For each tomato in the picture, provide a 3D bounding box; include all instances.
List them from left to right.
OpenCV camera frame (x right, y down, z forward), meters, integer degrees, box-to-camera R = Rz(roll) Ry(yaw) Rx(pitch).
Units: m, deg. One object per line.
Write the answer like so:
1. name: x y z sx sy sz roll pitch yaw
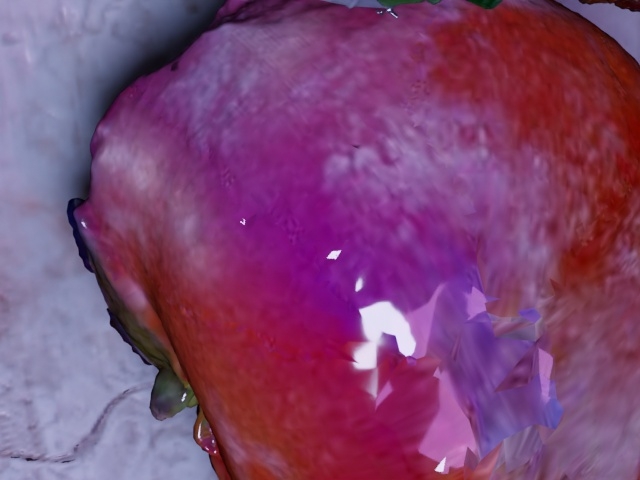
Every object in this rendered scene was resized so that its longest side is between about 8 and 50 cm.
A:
1. tomato: 0.071 0.026 0.735 0.290 0.176 0.335 -31 116 -14

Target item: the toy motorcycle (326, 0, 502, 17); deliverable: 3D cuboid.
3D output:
1. toy motorcycle: 0.007 -0.220 0.652 0.187 0.125 0.274 0 69 -21

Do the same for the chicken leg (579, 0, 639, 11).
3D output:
1. chicken leg: 0.173 -0.201 0.812 0.322 0.083 0.177 9 96 -28
